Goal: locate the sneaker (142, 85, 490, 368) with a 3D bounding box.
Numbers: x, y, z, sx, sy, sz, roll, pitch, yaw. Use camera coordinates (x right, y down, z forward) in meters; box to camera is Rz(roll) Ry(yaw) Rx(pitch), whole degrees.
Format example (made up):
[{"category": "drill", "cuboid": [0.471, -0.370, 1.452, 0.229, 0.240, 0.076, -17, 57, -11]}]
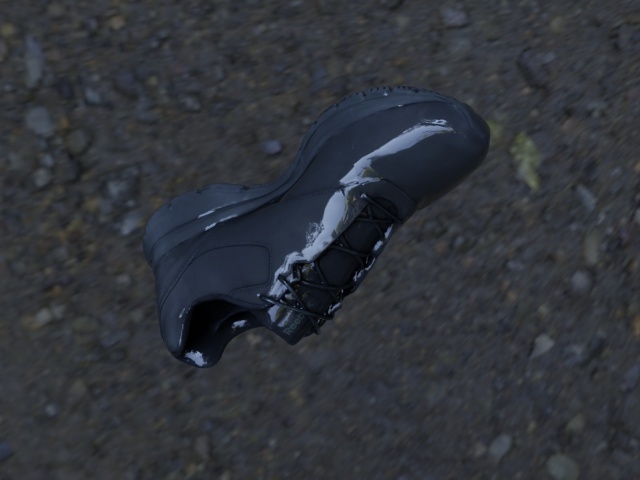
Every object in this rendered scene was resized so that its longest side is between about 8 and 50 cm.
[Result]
[{"category": "sneaker", "cuboid": [0.000, 0.000, 1.200, 0.286, 0.130, 0.109, -31, 135, 29]}]
